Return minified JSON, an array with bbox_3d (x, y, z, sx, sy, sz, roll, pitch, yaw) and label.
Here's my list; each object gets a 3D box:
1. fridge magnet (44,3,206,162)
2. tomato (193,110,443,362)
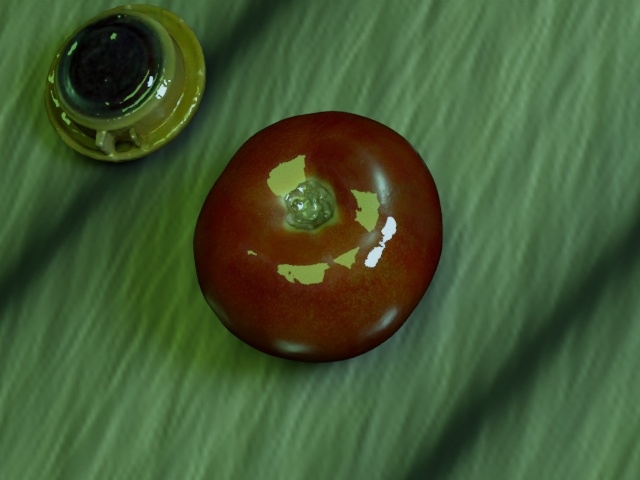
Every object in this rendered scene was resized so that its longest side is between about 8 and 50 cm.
[{"bbox_3d":[-0.164,-0.133,1.543,0.143,0.063,0.143,-6,70,15],"label":"fridge magnet"},{"bbox_3d":[0.000,0.000,1.405,0.195,0.136,0.195,-5,66,11],"label":"tomato"}]
